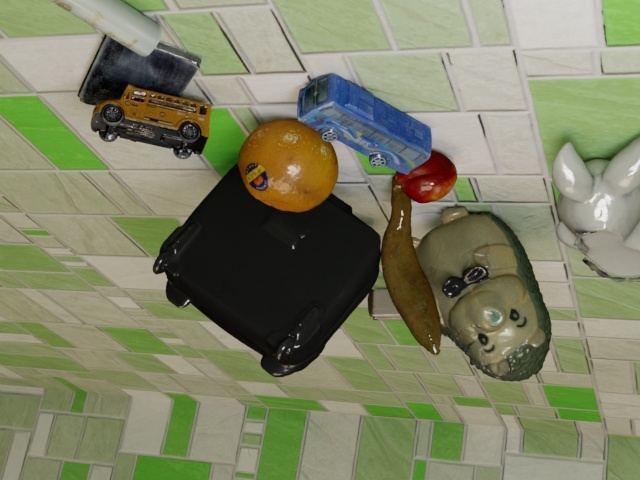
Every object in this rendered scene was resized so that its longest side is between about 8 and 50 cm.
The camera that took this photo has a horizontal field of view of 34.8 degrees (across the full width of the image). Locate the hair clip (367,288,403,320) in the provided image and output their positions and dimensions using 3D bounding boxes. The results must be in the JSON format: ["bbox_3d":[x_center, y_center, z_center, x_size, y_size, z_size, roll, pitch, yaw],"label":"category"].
[{"bbox_3d":[0.278,0.149,2.379,0.330,0.085,0.101,-2,157,12],"label":"hair clip"}]

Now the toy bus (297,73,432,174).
[{"bbox_3d":[0.076,-0.193,1.678,0.236,0.079,0.094,25,137,-31],"label":"toy bus"}]

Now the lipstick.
[{"bbox_3d":[-0.349,-0.355,1.485,0.059,0.059,0.264,-13,149,44],"label":"lipstick"}]

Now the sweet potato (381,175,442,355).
[{"bbox_3d":[0.164,0.055,1.888,0.079,0.346,0.108,-1,161,-31],"label":"sweet potato"}]

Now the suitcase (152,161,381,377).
[{"bbox_3d":[-0.087,0.036,1.893,0.345,0.339,0.188,33,163,18],"label":"suitcase"}]

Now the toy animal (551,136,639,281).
[{"bbox_3d":[0.502,-0.050,1.732,0.208,0.154,0.325,-4,150,16],"label":"toy animal"}]

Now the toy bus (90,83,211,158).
[{"bbox_3d":[-0.285,-0.205,1.723,0.194,0.088,0.083,12,158,-14],"label":"toy bus"}]

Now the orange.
[{"bbox_3d":[-0.055,-0.130,1.768,0.177,0.155,0.177,16,155,7],"label":"orange"}]

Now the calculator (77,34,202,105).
[{"bbox_3d":[-0.309,-0.270,1.718,0.161,0.021,0.261,18,156,-20],"label":"calculator"}]

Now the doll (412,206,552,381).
[{"bbox_3d":[0.304,0.105,1.939,0.247,0.350,0.247,-21,151,-12],"label":"doll"}]

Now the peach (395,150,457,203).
[{"bbox_3d":[0.186,-0.115,1.782,0.100,0.101,0.101,9,157,4],"label":"peach"}]
